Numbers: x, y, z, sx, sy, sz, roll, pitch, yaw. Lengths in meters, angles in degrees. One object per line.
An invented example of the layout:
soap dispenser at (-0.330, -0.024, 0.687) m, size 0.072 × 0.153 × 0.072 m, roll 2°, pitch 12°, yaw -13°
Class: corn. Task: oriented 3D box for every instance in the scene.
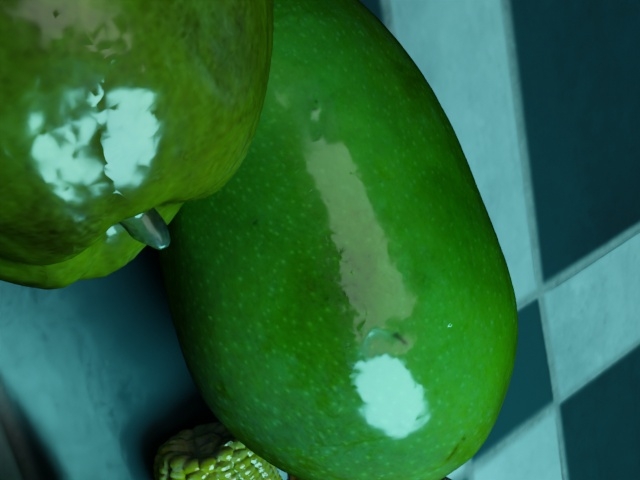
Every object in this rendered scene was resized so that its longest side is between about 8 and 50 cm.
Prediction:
corn at (-0.061, 0.205, 0.737) m, size 0.085 × 0.063 × 0.165 m, roll -20°, pitch 116°, yaw -16°

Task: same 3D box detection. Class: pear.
pear at (-0.151, -0.135, 0.448) m, size 0.269 × 0.269 × 0.321 m, roll -30°, pitch 95°, yaw -31°

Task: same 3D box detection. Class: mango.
mango at (0.000, 0.000, 0.651) m, size 0.225 × 0.201 × 0.381 m, roll -35°, pitch 118°, yaw -21°

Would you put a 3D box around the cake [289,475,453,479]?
cake at (0.021, 0.273, 0.767) m, size 0.159 × 0.158 × 0.262 m, roll 47°, pitch 72°, yaw -33°
